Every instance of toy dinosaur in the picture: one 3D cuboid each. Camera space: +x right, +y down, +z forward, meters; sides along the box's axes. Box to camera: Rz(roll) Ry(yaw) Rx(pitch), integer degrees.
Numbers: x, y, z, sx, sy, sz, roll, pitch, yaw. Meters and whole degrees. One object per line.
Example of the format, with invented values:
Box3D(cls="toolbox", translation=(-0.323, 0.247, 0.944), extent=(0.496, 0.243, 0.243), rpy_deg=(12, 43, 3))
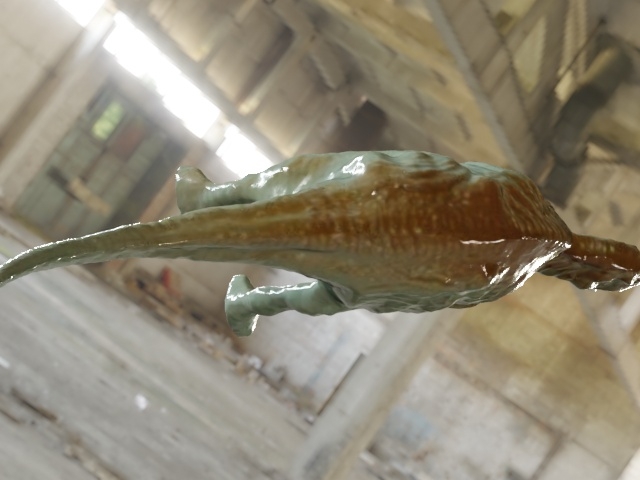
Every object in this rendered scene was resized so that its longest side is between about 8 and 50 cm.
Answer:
Box3D(cls="toy dinosaur", translation=(0.000, 0.000, 0.611), extent=(0.206, 0.092, 0.393), rpy_deg=(-3, -10, 36))
